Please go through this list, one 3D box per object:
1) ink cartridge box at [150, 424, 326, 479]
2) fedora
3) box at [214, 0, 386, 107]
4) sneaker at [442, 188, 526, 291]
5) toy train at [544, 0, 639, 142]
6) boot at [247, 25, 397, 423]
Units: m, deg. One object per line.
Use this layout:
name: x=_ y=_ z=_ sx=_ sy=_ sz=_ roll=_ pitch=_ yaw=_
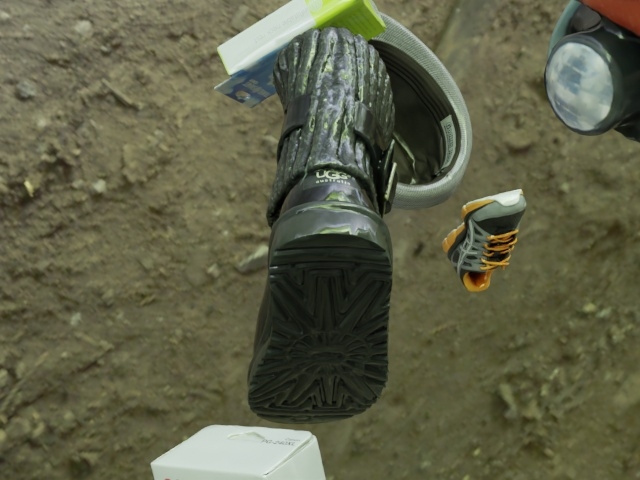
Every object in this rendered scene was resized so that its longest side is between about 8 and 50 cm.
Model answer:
ink cartridge box: x=-0.046 y=0.211 z=0.601 sx=0.063 sy=0.109 sz=0.150 roll=-23 pitch=103 yaw=-52
fedora: x=0.067 y=-0.154 z=1.150 sx=0.244 sy=0.275 sz=0.124 roll=-50 pitch=-173 yaw=-29
box: x=-0.026 y=-0.210 z=0.927 sx=0.178 sy=0.042 sz=0.109 roll=-28 pitch=169 yaw=15
sneaker: x=0.227 y=0.000 z=1.157 sx=0.084 sy=0.083 sz=0.215 roll=-11 pitch=158 yaw=-10
toy train: x=0.264 y=-0.162 z=0.471 sx=0.334 sy=0.142 sz=0.190 roll=-20 pitch=136 yaw=-24
boot: x=0.004 y=0.000 z=0.844 sx=0.131 sy=0.260 sz=0.348 roll=4 pitch=139 yaw=-7
